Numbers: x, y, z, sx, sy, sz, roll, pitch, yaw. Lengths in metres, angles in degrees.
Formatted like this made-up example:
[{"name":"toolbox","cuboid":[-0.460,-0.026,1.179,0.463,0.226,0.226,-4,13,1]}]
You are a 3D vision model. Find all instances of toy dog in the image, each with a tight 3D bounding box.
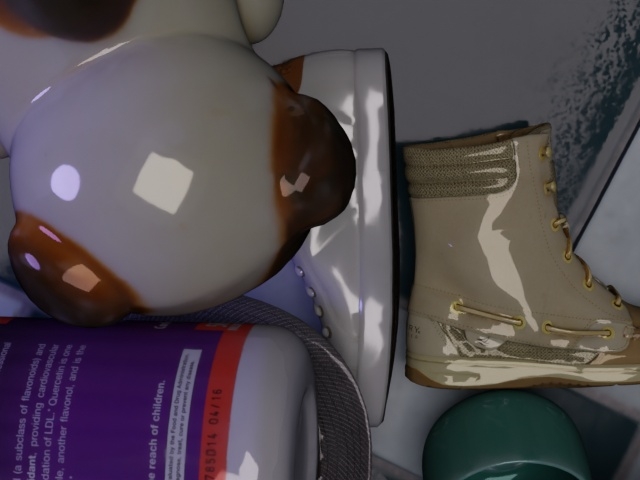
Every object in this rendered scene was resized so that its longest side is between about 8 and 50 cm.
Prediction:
[{"name":"toy dog","cuboid":[-0.134,-0.150,0.933,0.285,0.395,0.408,-25,91,-13]}]

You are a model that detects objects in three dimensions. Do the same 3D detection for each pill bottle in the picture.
[{"name":"pill bottle","cuboid":[-0.169,0.141,0.943,0.323,0.181,0.181,2,96,7]}]

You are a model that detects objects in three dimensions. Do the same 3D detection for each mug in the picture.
[{"name":"mug","cuboid":[0.139,0.189,1.125,0.129,0.097,0.157,16,128,-16]}]

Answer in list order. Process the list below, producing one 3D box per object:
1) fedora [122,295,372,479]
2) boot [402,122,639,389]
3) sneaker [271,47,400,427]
[{"name":"fedora","cuboid":[-0.092,0.151,1.088,0.275,0.124,0.243,-3,94,7]},{"name":"boot","cuboid":[0.193,0.009,1.119,0.262,0.095,0.203,-3,95,-1]},{"name":"sneaker","cuboid":[0.000,0.000,1.103,0.123,0.106,0.290,-3,89,5]}]
